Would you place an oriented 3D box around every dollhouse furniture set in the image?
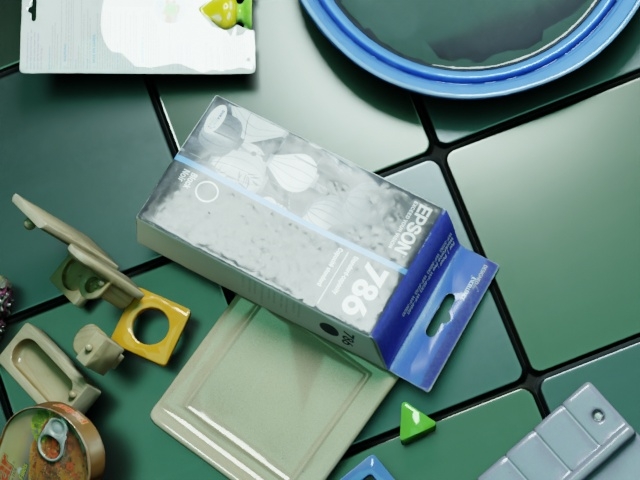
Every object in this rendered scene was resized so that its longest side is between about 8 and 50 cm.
[{"bbox_3d":[-0.269,0.071,1.810,0.151,0.123,0.144,-51,54,2],"label":"dollhouse furniture set"}]

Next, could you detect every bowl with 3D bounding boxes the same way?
[{"bbox_3d":[0.149,-0.334,1.859,0.391,0.077,0.391,0,92,1],"label":"bowl"}]

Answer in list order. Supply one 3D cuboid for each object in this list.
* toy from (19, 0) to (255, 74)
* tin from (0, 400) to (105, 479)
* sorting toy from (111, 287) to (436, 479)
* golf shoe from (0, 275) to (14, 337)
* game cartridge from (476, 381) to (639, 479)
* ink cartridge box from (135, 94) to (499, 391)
[{"bbox_3d":[-0.186,-0.230,1.916,0.237,0.056,0.137,-1,75,0],"label":"toy"},{"bbox_3d":[-0.272,0.243,1.802,0.106,0.040,0.189,29,112,15],"label":"tin"},{"bbox_3d":[-0.043,0.150,1.836,0.348,0.047,0.196,35,80,12],"label":"sorting toy"},{"bbox_3d":[-0.378,0.108,1.862,0.086,0.067,0.186,30,83,11],"label":"golf shoe"},{"bbox_3d":[0.290,0.340,1.766,0.230,0.068,0.355,-41,79,-8],"label":"game cartridge"},{"bbox_3d":[0.000,0.000,1.832,0.333,0.065,0.165,27,65,8],"label":"ink cartridge box"}]
